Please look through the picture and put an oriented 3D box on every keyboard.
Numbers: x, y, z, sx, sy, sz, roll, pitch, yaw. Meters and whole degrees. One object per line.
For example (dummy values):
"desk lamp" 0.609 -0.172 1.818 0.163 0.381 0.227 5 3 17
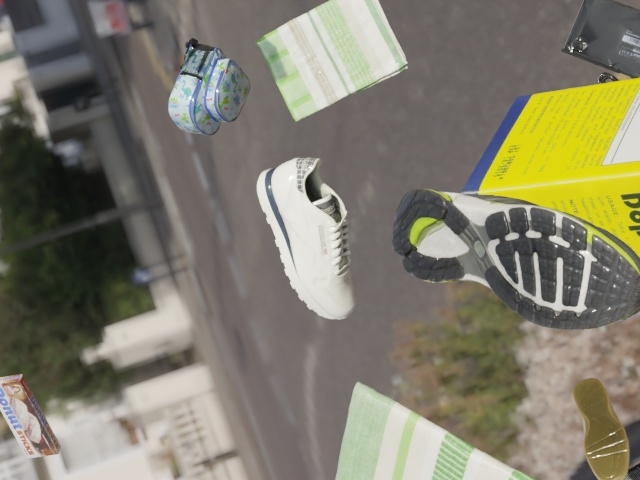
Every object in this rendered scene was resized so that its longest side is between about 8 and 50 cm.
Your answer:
"keyboard" 0.375 -0.217 1.763 0.180 0.108 0.023 27 -170 30

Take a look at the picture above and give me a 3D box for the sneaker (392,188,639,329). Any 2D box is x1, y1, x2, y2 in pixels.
"sneaker" 0.204 0.005 1.410 0.300 0.121 0.111 23 114 50

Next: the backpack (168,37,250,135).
"backpack" -0.158 -0.207 2.085 0.084 0.114 0.105 17 165 27

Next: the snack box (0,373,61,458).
"snack box" -0.520 0.310 2.609 0.022 0.064 0.178 -78 -27 -53

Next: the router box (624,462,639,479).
"router box" 0.390 0.390 2.022 0.046 0.133 0.179 53 156 35

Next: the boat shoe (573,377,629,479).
"boat shoe" 0.351 0.243 1.843 0.048 0.056 0.153 58 -166 -45

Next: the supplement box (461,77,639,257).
"supplement box" 0.377 -0.055 1.676 0.357 0.194 0.195 -5 127 38

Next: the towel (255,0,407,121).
"towel" 0.014 -0.222 1.756 0.113 0.152 0.023 64 -177 -1

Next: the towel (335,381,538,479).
"towel" 0.155 0.323 1.618 0.325 0.038 0.248 27 125 27

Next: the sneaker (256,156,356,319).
"sneaker" 0.000 0.000 2.015 0.235 0.095 0.090 64 -149 -15
